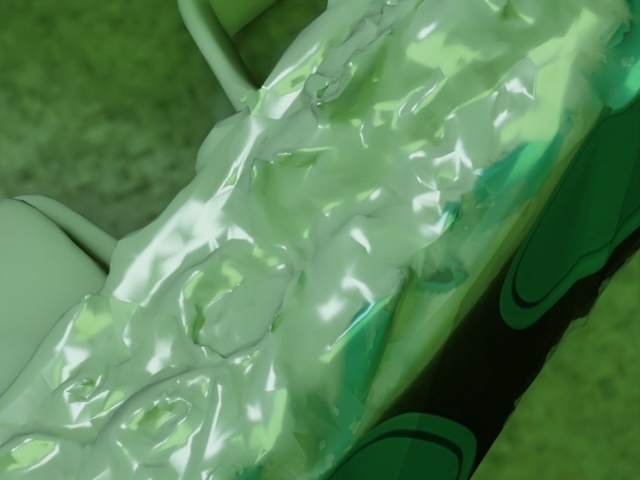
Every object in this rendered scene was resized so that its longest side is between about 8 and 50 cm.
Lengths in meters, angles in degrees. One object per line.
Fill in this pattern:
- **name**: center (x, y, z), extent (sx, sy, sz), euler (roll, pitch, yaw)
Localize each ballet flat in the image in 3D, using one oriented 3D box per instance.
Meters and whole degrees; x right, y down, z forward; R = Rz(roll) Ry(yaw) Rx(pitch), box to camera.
- **ballet flat**: center (0.000, 0.000, 0.462), extent (0.147, 0.147, 0.409), euler (39, 88, -4)
